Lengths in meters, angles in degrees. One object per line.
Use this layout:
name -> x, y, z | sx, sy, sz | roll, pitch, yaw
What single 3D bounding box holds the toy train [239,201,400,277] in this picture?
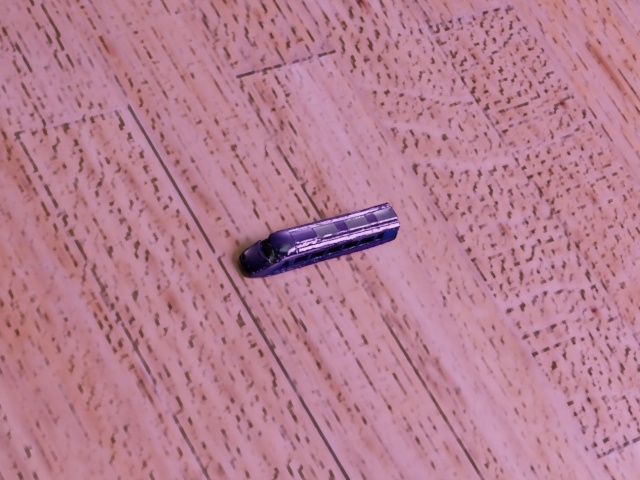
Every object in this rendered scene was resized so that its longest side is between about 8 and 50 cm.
toy train -> 0.000, 0.000, 0.895 | 0.083, 0.017, 0.017 | -15, 64, -31
